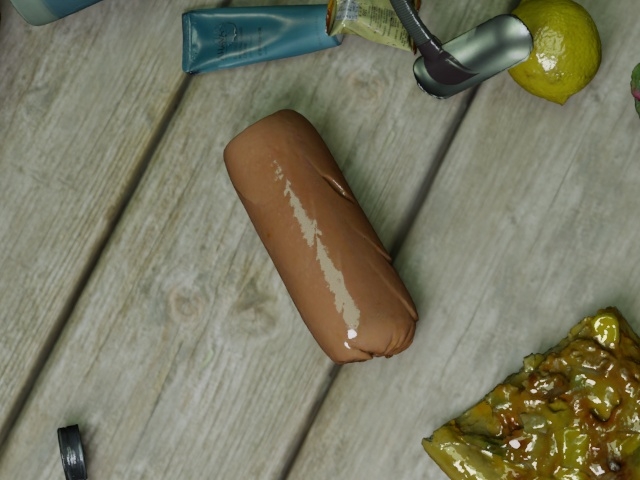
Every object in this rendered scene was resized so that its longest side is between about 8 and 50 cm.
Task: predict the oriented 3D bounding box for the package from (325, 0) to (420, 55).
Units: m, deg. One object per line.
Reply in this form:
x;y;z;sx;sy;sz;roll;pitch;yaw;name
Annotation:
0.065;-0.281;1.346;0.120;0.031;0.108;9;82;-19;package

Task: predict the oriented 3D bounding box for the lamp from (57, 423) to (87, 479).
-0.205;0.380;1.311;0.108;0.130;0.371;-16;62;-12;lamp

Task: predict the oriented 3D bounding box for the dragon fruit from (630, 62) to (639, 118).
0.446;-0.136;1.177;0.273;0.218;0.198;53;132;11;dragon fruit

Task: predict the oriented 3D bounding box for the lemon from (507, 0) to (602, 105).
0.254;-0.215;1.272;0.109;0.109;0.133;-18;83;10;lemon

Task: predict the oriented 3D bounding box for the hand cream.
-0.066;-0.253;1.395;0.224;0.048;0.083;-4;82;18;hand cream

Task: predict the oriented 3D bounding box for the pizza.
0.284;0.240;1.205;0.258;0.087;0.268;-40;76;8;pizza

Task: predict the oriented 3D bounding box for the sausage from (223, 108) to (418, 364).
0.000;0.001;1.291;0.121;0.121;0.304;-31;74;7;sausage

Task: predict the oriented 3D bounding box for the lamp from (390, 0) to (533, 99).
0.159;-0.317;1.263;0.203;0.124;0.283;-3;76;54;lamp

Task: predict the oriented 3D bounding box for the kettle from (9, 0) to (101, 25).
-0.243;-0.457;1.389;0.342;0.247;0.320;-22;50;2;kettle
